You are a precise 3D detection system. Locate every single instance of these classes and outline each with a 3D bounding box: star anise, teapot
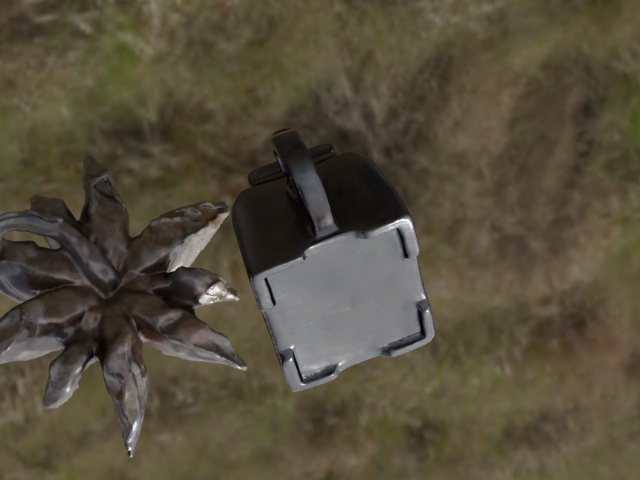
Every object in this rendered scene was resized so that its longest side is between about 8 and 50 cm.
[{"bbox_3d":[-0.127,0.032,1.006,0.195,0.182,0.065,-42,169,-26],"label":"star anise"},{"bbox_3d":[0.000,0.000,0.845,0.087,0.096,0.177,-20,145,-2],"label":"teapot"}]
